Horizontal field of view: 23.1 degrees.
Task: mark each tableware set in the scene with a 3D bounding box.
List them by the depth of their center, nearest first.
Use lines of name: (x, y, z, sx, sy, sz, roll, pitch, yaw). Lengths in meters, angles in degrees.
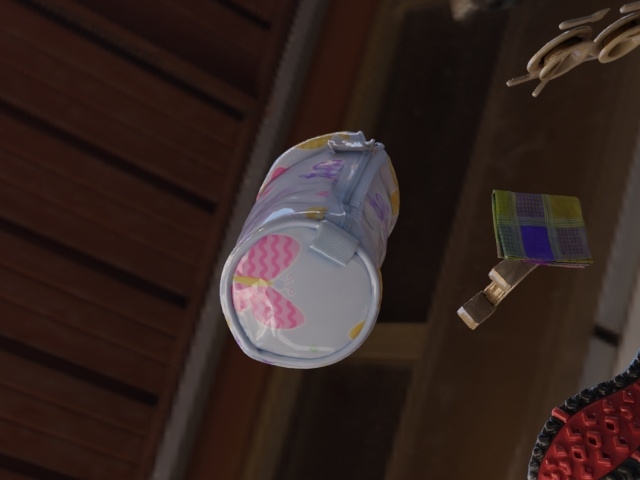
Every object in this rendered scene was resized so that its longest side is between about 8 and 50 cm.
tableware set: (0.326, -0.225, 1.854, 0.194, 0.128, 0.039, -19, -109, -36)

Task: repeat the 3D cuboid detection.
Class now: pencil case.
pencil case: (0.000, 0.000, 1.190, 0.124, 0.273, 0.113, -41, -81, 17)

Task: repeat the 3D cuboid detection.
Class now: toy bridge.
toy bridge: (0.186, 0.021, 1.464, 0.063, 0.188, 0.026, -36, -103, -30)

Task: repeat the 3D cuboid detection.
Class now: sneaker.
sneaker: (0.303, 0.177, 1.451, 0.262, 0.104, 0.125, -38, -39, -16)

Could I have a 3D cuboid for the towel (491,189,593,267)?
towel: (0.172, -0.010, 1.214, 0.083, 0.009, 0.060, 5, -113, -24)
